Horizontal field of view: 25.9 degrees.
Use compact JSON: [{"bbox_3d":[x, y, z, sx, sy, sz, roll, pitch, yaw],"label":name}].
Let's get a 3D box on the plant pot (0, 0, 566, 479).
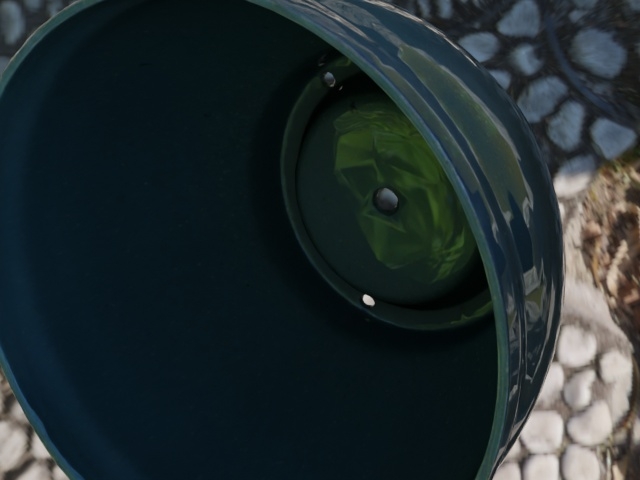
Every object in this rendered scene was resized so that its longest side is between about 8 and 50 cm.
[{"bbox_3d":[0.000,0.000,0.693,0.293,0.196,0.293,13,115,29],"label":"plant pot"}]
